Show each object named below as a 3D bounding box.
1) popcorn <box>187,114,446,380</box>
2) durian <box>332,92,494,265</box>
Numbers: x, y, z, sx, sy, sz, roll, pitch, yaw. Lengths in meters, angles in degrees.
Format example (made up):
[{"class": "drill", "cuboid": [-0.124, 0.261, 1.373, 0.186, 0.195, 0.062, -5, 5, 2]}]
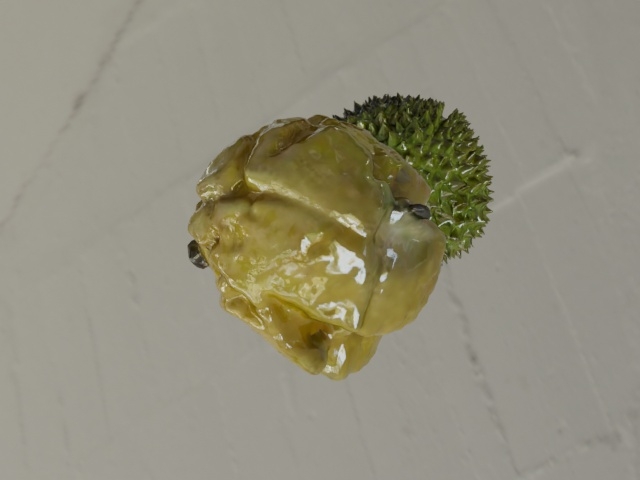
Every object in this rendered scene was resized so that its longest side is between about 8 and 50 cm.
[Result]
[{"class": "popcorn", "cuboid": [0.000, 0.000, 0.876, 0.152, 0.167, 0.148, 2, -137, 49]}, {"class": "durian", "cuboid": [0.049, -0.041, 1.257, 0.198, 0.159, 0.146, -23, -177, 31]}]
